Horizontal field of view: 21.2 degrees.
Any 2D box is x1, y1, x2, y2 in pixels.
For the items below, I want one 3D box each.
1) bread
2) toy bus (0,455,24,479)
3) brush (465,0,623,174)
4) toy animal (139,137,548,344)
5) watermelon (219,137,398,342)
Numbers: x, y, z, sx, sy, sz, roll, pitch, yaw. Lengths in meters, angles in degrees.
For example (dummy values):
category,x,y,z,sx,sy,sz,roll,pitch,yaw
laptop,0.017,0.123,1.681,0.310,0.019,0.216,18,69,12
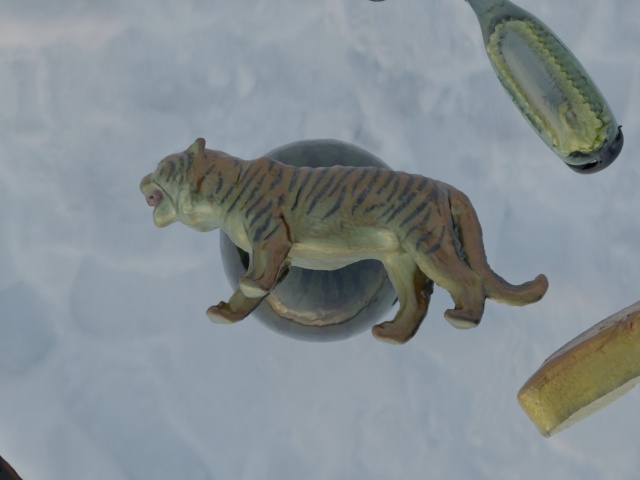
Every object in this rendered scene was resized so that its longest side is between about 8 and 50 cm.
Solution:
category,x,y,z,sx,sy,sz,roll,pitch,yaw
bread,0.352,0.152,2.125,0.245,0.102,0.094,-36,80,23
toy bus,-0.439,0.165,1.728,0.409,0.093,0.092,41,140,28
brush,0.155,-0.183,1.473,0.068,0.060,0.297,-39,78,18
toy animal,0.006,-0.002,0.918,0.241,0.099,0.057,4,154,19
watermelon,0.000,0.000,1.713,0.212,0.212,0.212,1,113,1
